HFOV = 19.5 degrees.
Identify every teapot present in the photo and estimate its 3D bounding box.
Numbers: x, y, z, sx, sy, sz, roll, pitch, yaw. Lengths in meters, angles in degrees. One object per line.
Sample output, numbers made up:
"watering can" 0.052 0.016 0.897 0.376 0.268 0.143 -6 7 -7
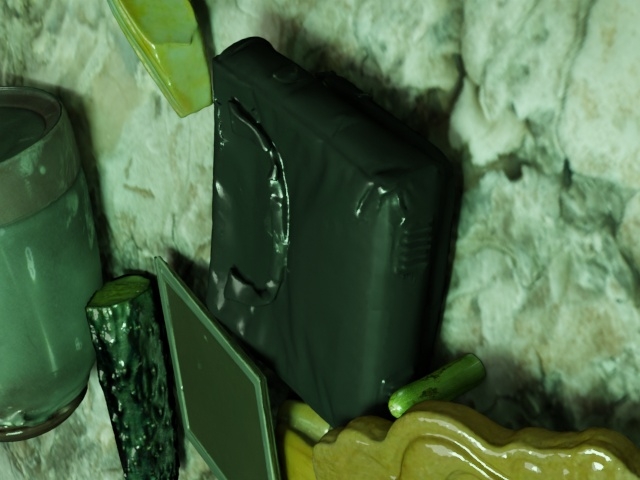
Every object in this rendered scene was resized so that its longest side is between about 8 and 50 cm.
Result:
"teapot" -0.324 0.026 1.783 0.315 0.233 0.312 -118 15 -64

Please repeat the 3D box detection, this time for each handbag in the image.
"handbag" 0.000 0.000 1.434 0.244 0.088 0.275 38 139 38

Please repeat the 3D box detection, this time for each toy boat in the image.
"toy boat" -0.136 -0.185 1.523 0.172 0.065 0.066 64 167 4

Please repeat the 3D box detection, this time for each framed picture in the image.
"framed picture" -0.084 0.145 1.617 0.252 0.014 0.197 -136 34 -56

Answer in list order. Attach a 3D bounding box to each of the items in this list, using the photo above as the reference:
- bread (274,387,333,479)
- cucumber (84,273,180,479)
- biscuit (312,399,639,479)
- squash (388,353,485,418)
"bread" 0.031 0.196 1.522 0.200 0.077 0.116 24 135 44
"cucumber" -0.160 0.140 1.741 0.062 0.078 0.211 -3 113 22
"biscuit" 0.124 0.196 1.339 0.295 0.044 0.186 3 124 35
"squash" 0.085 0.111 1.386 0.027 0.083 0.027 30 133 39
